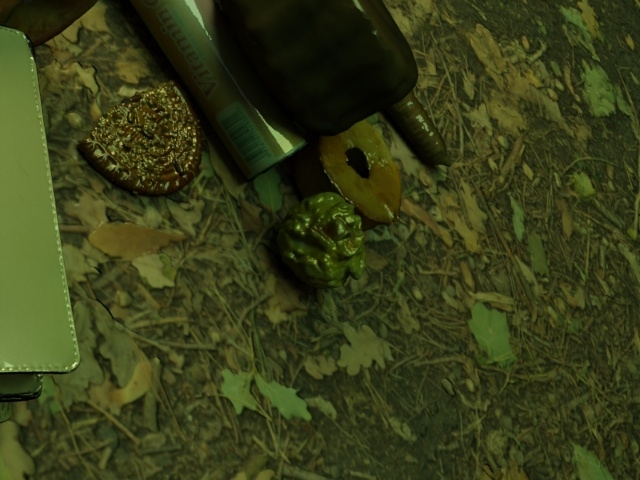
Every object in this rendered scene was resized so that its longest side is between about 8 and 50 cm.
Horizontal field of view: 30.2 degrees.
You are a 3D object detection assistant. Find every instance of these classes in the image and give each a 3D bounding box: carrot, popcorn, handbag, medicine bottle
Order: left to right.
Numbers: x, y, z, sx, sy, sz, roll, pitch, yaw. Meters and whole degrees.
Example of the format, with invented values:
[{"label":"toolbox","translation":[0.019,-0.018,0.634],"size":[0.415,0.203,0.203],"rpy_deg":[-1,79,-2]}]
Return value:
[{"label":"handbag","translation":[-0.364,-0.030,1.044],"size":[0.237,0.160,0.358],"rpy_deg":[6,61,-39]},{"label":"medicine bottle","translation":[-0.171,-0.273,1.489],"size":[0.426,0.108,0.108],"rpy_deg":[58,36,-6]},{"label":"popcorn","translation":[0.000,0.000,1.489],"size":[0.106,0.116,0.120],"rpy_deg":[6,103,-39]},{"label":"carrot","translation":[0.098,-0.243,1.811],"size":[0.342,0.070,0.070],"rpy_deg":[53,37,-12]}]

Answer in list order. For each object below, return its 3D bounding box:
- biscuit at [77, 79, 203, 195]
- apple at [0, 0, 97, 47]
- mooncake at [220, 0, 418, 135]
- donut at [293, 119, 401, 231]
[{"label":"biscuit","translation":[-0.195,-0.117,1.409],"size":[0.126,0.025,0.206],"rpy_deg":[53,37,-9]},{"label":"apple","translation":[-0.331,-0.311,1.198],"size":[0.272,0.251,0.206],"rpy_deg":[-30,86,-29]},{"label":"mooncake","translation":[-0.007,-0.276,1.503],"size":[0.290,0.161,0.290],"rpy_deg":[53,14,-19]},{"label":"donut","translation":[0.033,-0.090,1.620],"size":[0.174,0.075,0.190],"rpy_deg":[31,41,-31]}]
